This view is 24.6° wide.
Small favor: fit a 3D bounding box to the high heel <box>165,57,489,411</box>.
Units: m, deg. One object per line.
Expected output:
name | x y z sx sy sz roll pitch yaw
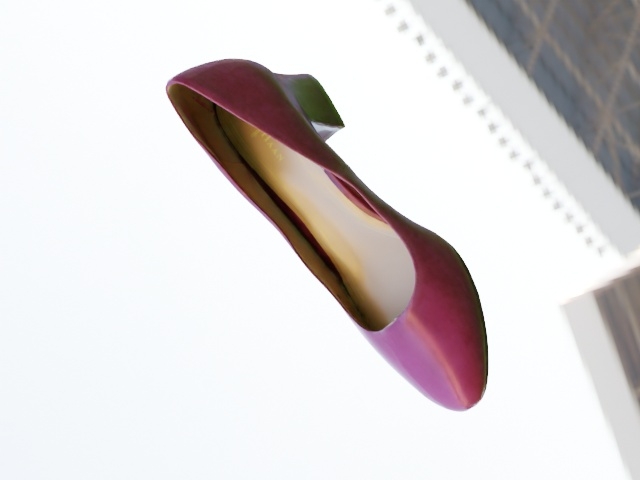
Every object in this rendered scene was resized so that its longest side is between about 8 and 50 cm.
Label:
high heel | 0.000 0.000 1.292 0.181 0.127 0.377 -6 -125 -51
